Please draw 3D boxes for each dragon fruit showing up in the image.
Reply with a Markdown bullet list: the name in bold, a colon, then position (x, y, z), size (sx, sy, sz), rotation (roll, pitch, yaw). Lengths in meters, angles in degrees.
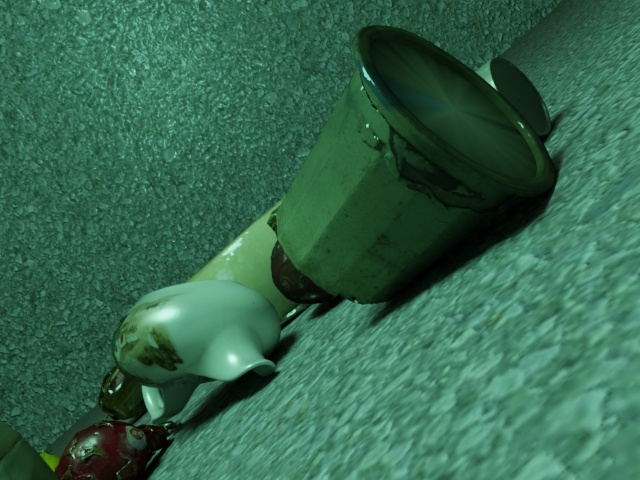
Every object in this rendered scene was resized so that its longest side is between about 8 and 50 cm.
- **dragon fruit**: position (-0.231, 0.244, 0.968), size (0.094, 0.094, 0.190), rotation (-38, -6, 33)

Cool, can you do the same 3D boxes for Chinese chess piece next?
- **Chinese chess piece**: position (-0.094, 0.053, 1.281), size (0.338, 0.140, 0.338), rotation (-40, 5, 4)

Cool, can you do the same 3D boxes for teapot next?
- **teapot**: position (-0.153, 0.134, 1.003), size (0.204, 0.139, 0.298), rotation (-5, -17, -32)

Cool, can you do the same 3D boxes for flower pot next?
- **flower pot**: position (0.074, -0.051, 0.750), size (0.202, 0.212, 0.212), rotation (-56, -4, 32)

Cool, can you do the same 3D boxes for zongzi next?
- **zongzi**: position (-0.291, 0.226, 1.529), size (0.241, 0.111, 0.247), rotation (-30, 15, 34)

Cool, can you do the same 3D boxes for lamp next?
- **lamp**: position (-0.003, 0.003, 1.026), size (0.157, 0.135, 0.156), rotation (-33, 10, 49)

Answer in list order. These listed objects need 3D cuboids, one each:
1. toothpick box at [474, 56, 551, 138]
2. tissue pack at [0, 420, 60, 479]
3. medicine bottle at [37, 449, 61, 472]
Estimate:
- **toothpick box**: position (0.166, -0.119, 0.963), size (0.181, 0.111, 0.111), rotation (-36, 7, 36)
- **tissue pack**: position (-0.351, 0.271, 0.517), size (0.387, 0.277, 0.267), rotation (-43, 8, -11)
- **medicine bottle**: position (-0.378, 0.345, 1.005), size (0.239, 0.124, 0.124), rotation (-36, 6, 37)
